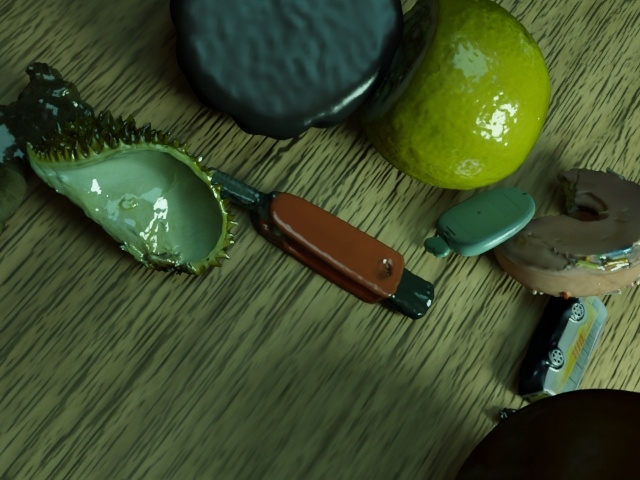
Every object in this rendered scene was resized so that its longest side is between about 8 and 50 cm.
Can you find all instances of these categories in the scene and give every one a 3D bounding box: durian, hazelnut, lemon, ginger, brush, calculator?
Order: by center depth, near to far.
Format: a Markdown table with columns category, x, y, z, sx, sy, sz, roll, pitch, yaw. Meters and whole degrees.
| category | x | y | z | sx | sy | sz | roll | pitch | yaw |
| --- | --- | --- | --- | --- | --- | --- | --- | --- | --- |
| hazelnut | 0.304 | 0.340 | 1.201 | 0.365 | 0.366 | 0.366 | 9 | 66 | -21 |
| ginger | -0.358 | -0.081 | 1.225 | 0.122 | 0.084 | 0.290 | 45 | 57 | -15 |
| durian | -0.201 | -0.062 | 1.269 | 0.139 | 0.144 | 0.252 | -47 | 121 | -7 |
| brush | 0.000 | 0.000 | 1.374 | 0.323 | 0.051 | 0.070 | 29 | 63 | -11 |
| lemon | 0.181 | -0.178 | 1.426 | 0.219 | 0.240 | 0.241 | 29 | 60 | -18 |
| calculator | 0.203 | -0.022 | 1.453 | 0.153 | 0.021 | 0.095 | -26 | 38 | -10 |

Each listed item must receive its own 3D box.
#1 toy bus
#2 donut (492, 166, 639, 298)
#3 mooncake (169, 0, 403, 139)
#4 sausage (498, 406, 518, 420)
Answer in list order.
| category | x | y | z | sx | sy | sz | roll | pitch | yaw |
| --- | --- | --- | --- | --- | --- | --- | --- | --- | --- |
| toy bus | 0.311 | 0.136 | 1.456 | 0.072 | 0.057 | 0.172 | 40 | 58 | -15 |
| donut | 0.345 | -0.002 | 1.475 | 0.232 | 0.085 | 0.199 | -31 | 40 | -29 |
| mooncake | -0.046 | -0.264 | 1.381 | 0.282 | 0.141 | 0.283 | 0 | 91 | -8 |
| sausage | 0.309 | 0.236 | 1.430 | 0.198 | 0.025 | 0.028 | 13 | 33 | -20 |
